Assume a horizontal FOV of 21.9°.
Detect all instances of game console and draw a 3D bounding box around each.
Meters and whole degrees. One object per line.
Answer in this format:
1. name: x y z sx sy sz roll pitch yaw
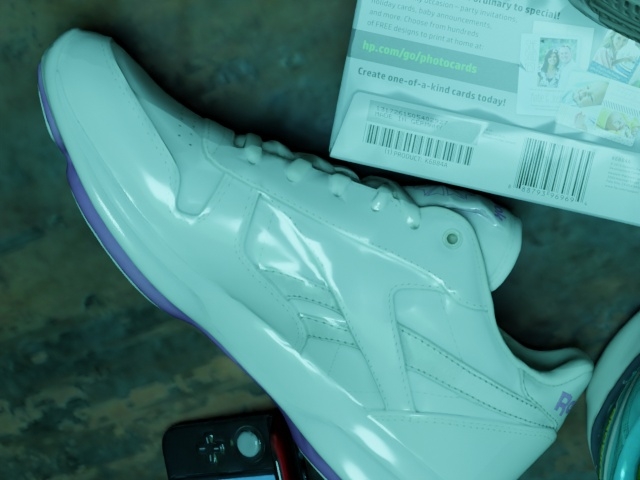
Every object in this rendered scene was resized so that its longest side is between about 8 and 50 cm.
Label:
1. game console: -0.039 0.165 0.839 0.124 0.085 0.144 -10 91 31

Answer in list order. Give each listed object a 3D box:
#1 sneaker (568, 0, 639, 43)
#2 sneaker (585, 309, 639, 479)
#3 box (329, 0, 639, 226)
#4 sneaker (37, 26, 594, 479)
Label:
1. sneaker: 0.084 -0.158 0.624 0.232 0.090 0.115 28 84 8
2. sneaker: 0.205 0.037 0.732 0.107 0.110 0.275 23 121 -1
3. box: 0.092 -0.111 0.689 0.145 0.038 0.186 12 109 6
4. sneaker: 0.000 0.000 0.779 0.152 0.114 0.305 -43 102 6
